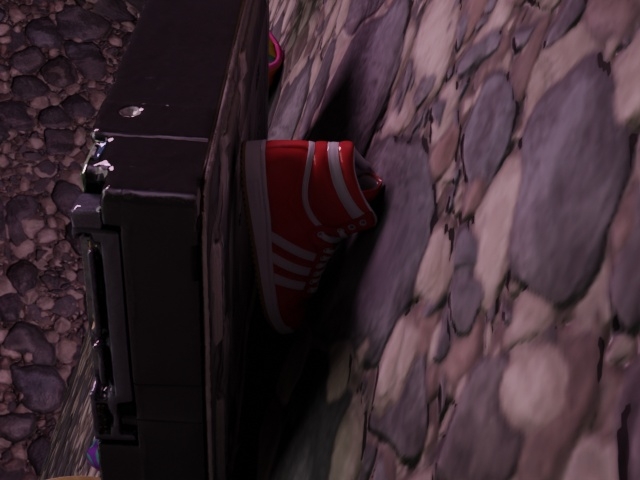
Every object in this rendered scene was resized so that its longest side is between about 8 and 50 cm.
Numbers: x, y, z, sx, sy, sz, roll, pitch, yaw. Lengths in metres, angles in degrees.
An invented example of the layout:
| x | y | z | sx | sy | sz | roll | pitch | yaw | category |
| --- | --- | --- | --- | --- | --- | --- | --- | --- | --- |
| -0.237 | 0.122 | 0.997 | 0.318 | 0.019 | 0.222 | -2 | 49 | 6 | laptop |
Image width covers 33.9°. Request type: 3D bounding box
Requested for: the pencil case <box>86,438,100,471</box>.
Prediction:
| x | y | z | sx | sy | sz | roll | pitch | yaw | category |
| --- | --- | --- | --- | --- | --- | --- | --- | --- | --- |
| -0.118 | 0.104 | 0.771 | 0.070 | 0.065 | 0.151 | 26 | 95 | 61 | pencil case |

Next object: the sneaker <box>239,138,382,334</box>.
| x | y | z | sx | sy | sz | roll | pitch | yaw | category |
| --- | --- | --- | --- | --- | --- | --- | --- | --- | --- |
| 0.000 | 0.000 | 0.529 | 0.042 | 0.067 | 0.118 | -90 | -6 | -50 | sneaker |

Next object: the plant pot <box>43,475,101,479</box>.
| x | y | z | sx | sy | sz | roll | pitch | yaw | category |
| --- | --- | --- | --- | --- | --- | --- | --- | --- | --- |
| -0.177 | 0.240 | 0.711 | 0.095 | 0.134 | 0.134 | 57 | 131 | 39 | plant pot |

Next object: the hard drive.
| x | y | z | sx | sy | sz | roll | pitch | yaw | category |
| --- | --- | --- | --- | --- | --- | --- | --- | --- | --- |
| -0.071 | -0.024 | 0.617 | 0.339 | 0.064 | 0.236 | -86 | -1 | -55 | hard drive |

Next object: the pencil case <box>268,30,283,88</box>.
| x | y | z | sx | sy | sz | roll | pitch | yaw | category |
| --- | --- | --- | --- | --- | --- | --- | --- | --- | --- |
| -0.122 | -0.117 | 1.052 | 0.104 | 0.104 | 0.236 | -85 | 21 | -49 | pencil case |
